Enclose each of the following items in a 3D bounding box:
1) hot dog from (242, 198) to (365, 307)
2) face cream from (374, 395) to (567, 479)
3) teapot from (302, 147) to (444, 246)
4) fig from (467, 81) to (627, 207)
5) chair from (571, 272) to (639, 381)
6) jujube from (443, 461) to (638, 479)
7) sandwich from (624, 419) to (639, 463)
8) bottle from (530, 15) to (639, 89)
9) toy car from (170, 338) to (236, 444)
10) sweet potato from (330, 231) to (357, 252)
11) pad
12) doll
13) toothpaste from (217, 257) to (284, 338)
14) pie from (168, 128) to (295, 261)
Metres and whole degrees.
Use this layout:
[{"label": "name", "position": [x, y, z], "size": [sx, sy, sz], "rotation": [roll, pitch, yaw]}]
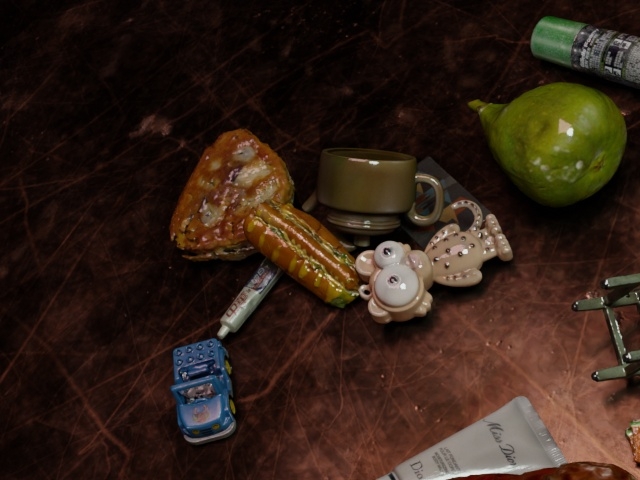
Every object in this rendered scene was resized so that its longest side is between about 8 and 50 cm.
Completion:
[{"label": "hot dog", "position": [-0.026, 0.018, 2.066], "size": [0.269, 0.072, 0.115], "rotation": [34, 69, 18]}, {"label": "face cream", "position": [0.213, 0.360, 1.732], "size": [0.314, 0.089, 0.143], "rotation": [-23, 48, -8]}, {"label": "teapot", "position": [0.096, -0.075, 2.064], "size": [0.267, 0.175, 0.185], "rotation": [7, 14, 15]}, {"label": "fig", "position": [0.409, -0.202, 1.978], "size": [0.233, 0.233, 0.314], "rotation": [-23, 44, 7]}, {"label": "chair", "position": [0.546, 0.119, 1.707], "size": [0.270, 0.147, 0.136], "rotation": [-9, 71, -12]}, {"label": "jujube", "position": [0.307, 0.411, 1.566], "size": [0.342, 0.216, 0.216], "rotation": [-7, 51, 30]}, {"label": "sandwich", "position": [0.501, 0.308, 1.669], "size": [0.101, 0.026, 0.069], "rotation": [13, 65, 35]}, {"label": "bottle", "position": [0.556, -0.348, 2.107], "size": [0.330, 0.093, 0.093], "rotation": [25, 68, 36]}, {"label": "toy car", "position": [-0.214, 0.258, 1.982], "size": [0.097, 0.100, 0.191], "rotation": [-16, 54, 8]}, {"label": "sweet potato", "position": [0.001, 0.001, 2.124], "size": [0.153, 0.041, 0.038], "rotation": [7, 81, 21]}, {"label": "pad", "position": [0.209, -0.066, 2.106], "size": [0.143, 0.003, 0.211], "rotation": [-37, 49, -6]}, {"label": "doll", "position": [0.195, 0.040, 1.957], "size": [0.278, 0.119, 0.154], "rotation": [-30, 60, -2]}, {"label": "toothpaste", "position": [-0.123, 0.095, 2.111], "size": [0.060, 0.038, 0.233], "rotation": [22, 63, 33]}, {"label": "pie", "position": [-0.173, -0.078, 2.234], "size": [0.308, 0.085, 0.308], "rotation": [-13, 55, 18]}]
